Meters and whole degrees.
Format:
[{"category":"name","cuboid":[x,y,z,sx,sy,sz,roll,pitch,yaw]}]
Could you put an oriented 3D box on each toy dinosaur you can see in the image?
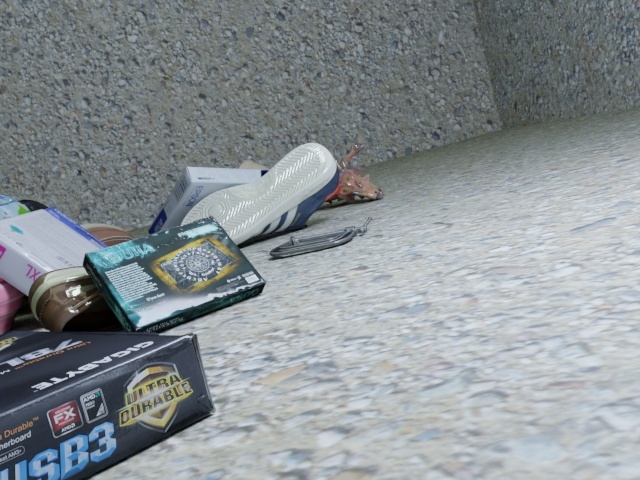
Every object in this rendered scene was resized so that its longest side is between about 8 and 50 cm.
[{"category":"toy dinosaur","cuboid":[0.010,-0.131,2.052,0.296,0.127,0.200,-17,12,24]}]

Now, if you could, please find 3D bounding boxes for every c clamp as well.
[{"category":"c clamp","cuboid":[0.000,0.000,1.413,0.161,0.022,0.137,-11,12,13]}]

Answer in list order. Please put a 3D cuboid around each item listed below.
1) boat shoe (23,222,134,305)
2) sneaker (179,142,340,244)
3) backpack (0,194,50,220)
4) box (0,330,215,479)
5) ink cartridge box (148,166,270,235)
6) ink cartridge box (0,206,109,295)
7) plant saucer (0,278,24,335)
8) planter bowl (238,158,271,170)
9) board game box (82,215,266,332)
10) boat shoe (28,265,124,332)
[{"category":"boat shoe","cuboid":[-0.471,0.055,1.626,0.116,0.123,0.324,29,31,30]},{"category":"sneaker","cuboid":[-0.111,-0.051,1.724,0.350,0.131,0.148,-27,-30,4]},{"category":"backpack","cuboid":[-0.704,0.044,1.627,0.290,0.273,0.355,-32,8,40]},{"category":"box","cuboid":[-0.280,0.142,0.624,0.296,0.073,0.293,-22,9,-43]},{"category":"ink cartridge box","cuboid":[-0.217,-0.069,1.801,0.224,0.045,0.223,-3,-32,-36]},{"category":"ink cartridge box","cuboid":[-0.427,0.030,1.408,0.065,0.186,0.311,-54,4,8]},{"category":"plant saucer","cuboid":[-0.608,0.133,1.320,0.332,0.084,0.332,-15,7,2]},{"category":"planter bowl","cuboid":[-0.134,-0.097,1.983,0.109,0.162,0.162,14,13,11]},{"category":"board game box","cuboid":[-0.176,0.041,1.054,0.186,0.126,0.026,-19,-33,-37]},{"category":"boat shoe","cuboid":[-0.225,0.073,1.084,0.258,0.095,0.095,-16,40,-31]}]
